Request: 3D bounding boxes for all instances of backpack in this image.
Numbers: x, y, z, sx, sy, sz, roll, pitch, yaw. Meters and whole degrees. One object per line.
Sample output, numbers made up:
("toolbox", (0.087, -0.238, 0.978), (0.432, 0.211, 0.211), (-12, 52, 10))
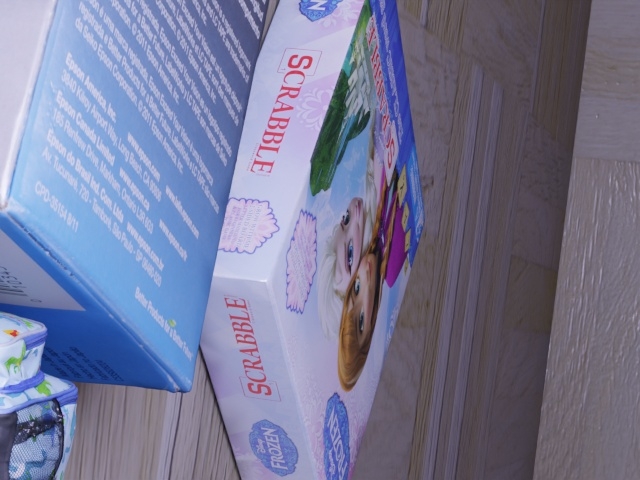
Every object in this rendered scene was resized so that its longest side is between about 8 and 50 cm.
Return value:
("backpack", (-0.148, 0.066, 0.698), (0.114, 0.105, 0.084), (16, 82, -80))

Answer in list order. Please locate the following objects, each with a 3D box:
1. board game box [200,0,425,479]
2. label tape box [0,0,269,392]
("board game box", (0.000, 0.000, 1.286), (0.319, 0.065, 0.318), (78, 24, -50))
("label tape box", (-0.101, -0.127, 0.784), (0.241, 0.105, 0.334), (62, 37, -66))
